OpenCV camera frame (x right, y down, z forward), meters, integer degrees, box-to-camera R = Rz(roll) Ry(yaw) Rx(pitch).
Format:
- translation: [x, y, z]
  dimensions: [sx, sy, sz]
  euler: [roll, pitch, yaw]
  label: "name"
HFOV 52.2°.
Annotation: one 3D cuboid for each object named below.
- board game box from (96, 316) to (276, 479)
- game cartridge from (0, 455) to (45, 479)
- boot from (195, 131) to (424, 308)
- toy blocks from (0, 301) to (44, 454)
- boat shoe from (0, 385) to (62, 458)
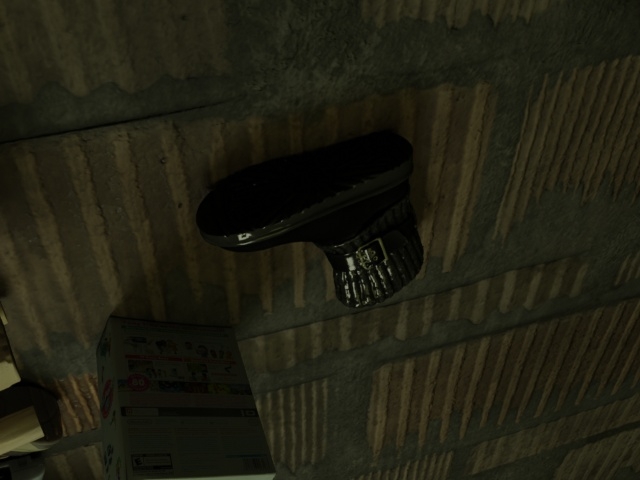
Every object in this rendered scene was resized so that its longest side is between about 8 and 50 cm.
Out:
- translation: [-0.223, 0.267, 1.031]
  dimensions: [0.224, 0.303, 0.097]
  euler: [10, 125, -29]
  label: "board game box"
- translation: [-0.649, 0.467, 1.148]
  dimensions: [0.297, 0.062, 0.198]
  euler: [-7, 144, -32]
  label: "game cartridge"
- translation: [0.002, 0.002, 1.012]
  dimensions: [0.348, 0.131, 0.260]
  euler: [-17, 134, -9]
  label: "boot"
- translation: [-0.515, 0.109, 0.755]
  dimensions: [0.260, 0.288, 0.309]
  euler: [-20, 135, -24]
  label: "toy blocks"
- translation: [-0.571, 0.283, 1.003]
  dimensions: [0.130, 0.132, 0.355]
  euler: [-33, 142, 16]
  label: "boat shoe"
